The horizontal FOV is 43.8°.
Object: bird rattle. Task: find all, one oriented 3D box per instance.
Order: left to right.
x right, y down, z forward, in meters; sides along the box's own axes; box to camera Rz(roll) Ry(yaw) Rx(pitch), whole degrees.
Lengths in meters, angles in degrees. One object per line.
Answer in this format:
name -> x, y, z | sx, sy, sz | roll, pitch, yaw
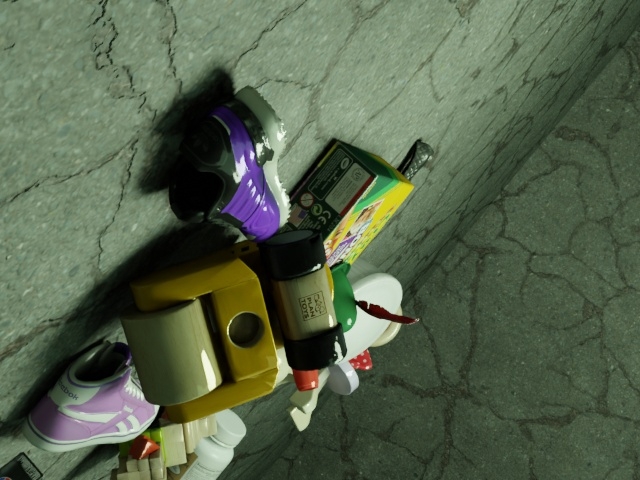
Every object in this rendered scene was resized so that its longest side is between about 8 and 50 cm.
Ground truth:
bird rattle -> 0.114, 0.209, 2.095 | 0.206, 0.254, 0.143 | -16, 159, 4

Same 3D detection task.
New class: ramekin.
ramekin -> 0.058, 0.160, 1.933 | 0.272, 0.127, 0.273 | -31, 145, -25

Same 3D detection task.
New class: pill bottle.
pill bottle -> -0.292, 0.531, 1.985 | 0.229, 0.131, 0.131 | -52, 165, 13

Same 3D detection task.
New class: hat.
hat -> 0.056, 0.160, 1.502 | 0.173, 0.183, 0.208 | -45, 167, -6

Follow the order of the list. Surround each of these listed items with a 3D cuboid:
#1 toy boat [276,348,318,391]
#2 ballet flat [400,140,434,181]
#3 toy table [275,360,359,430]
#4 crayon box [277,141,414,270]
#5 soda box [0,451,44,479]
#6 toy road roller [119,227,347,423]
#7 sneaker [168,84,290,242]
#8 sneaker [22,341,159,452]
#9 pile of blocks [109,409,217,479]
toy boat -> -0.130, 0.229, 1.568 | 0.318, 0.148, 0.267 | 5, 157, -45
ballet flat -> 0.188, -0.155, 1.798 | 0.173, 0.049, 0.057 | -50, -166, 27
toy table -> -0.045, 0.354, 2.074 | 0.160, 0.252, 0.274 | -35, -165, -23
crayon box -> 0.000, 0.000, 1.497 | 0.363, 0.106, 0.313 | -51, 165, 12
soda box -> -0.500, 0.400, 1.198 | 0.169, 0.053, 0.060 | -37, 162, -34
toy road roller -> -0.134, 0.105, 1.195 | 0.329, 0.203, 0.240 | -18, -165, -21
sneaker -> -0.125, -0.065, 1.009 | 0.146, 0.102, 0.293 | -38, 159, -19
sneaker -> -0.306, 0.226, 1.221 | 0.161, 0.102, 0.282 | -54, 165, 12
pile of blocks -> -0.326, 0.387, 1.625 | 0.362, 0.148, 0.113 | -31, 117, -73
